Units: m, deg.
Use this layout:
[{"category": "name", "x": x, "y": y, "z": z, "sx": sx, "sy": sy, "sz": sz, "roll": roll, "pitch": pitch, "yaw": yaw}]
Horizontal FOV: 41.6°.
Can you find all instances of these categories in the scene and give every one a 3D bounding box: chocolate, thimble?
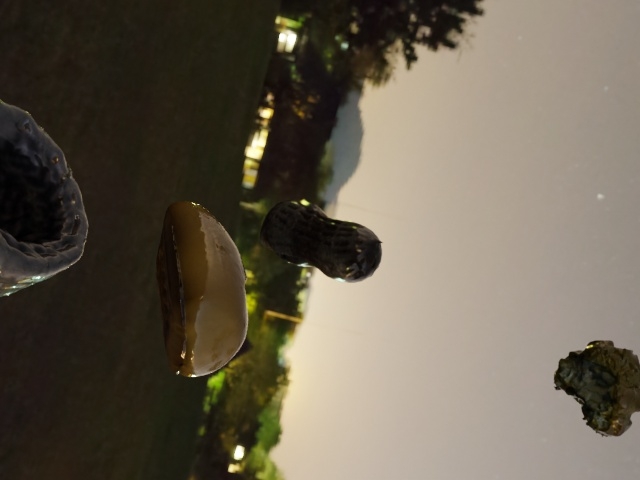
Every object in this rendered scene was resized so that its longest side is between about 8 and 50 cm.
[{"category": "chocolate", "x": 0.000, "y": 0.000, "z": 1.341, "sx": 0.110, "sy": 0.248, "sz": 0.110, "roll": -24, "pitch": 124, "yaw": -40}, {"category": "thimble", "x": -0.406, "y": -0.046, "z": 0.974, "sx": 0.245, "sy": 0.157, "sz": 0.217, "roll": 53, "pitch": 26, "yaw": -36}]

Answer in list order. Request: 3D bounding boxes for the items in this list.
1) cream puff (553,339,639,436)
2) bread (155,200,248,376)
[{"category": "cream puff", "x": 0.462, "y": 0.235, "z": 1.358, "sx": 0.156, "sy": 0.121, "sz": 0.156, "roll": -23, "pitch": -120, "yaw": 48}, {"category": "bread", "x": -0.075, "y": 0.030, "z": 0.547, "sx": 0.115, "sy": 0.056, "sz": 0.082, "roll": -110, "pitch": -153, "yaw": -49}]
